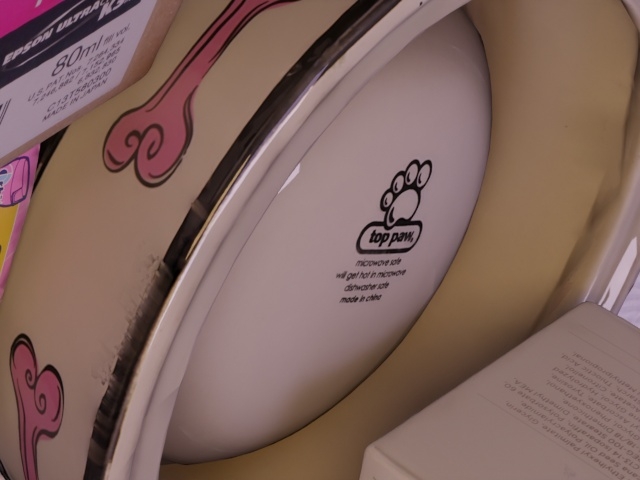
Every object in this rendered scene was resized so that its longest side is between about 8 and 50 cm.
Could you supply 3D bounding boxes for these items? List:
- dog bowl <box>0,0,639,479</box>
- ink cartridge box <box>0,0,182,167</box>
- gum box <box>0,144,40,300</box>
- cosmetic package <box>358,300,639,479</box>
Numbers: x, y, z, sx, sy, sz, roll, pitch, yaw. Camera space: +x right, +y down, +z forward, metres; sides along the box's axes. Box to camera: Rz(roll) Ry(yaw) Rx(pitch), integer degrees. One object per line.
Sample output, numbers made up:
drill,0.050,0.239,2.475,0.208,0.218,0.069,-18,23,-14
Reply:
dog bowl,0.000,0.000,0.872,0.408,0.150,0.408,-36,145,-31
ink cartridge box,-0.123,-0.094,0.571,0.235,0.088,0.193,-39,168,-43
gum box,-0.183,0.025,0.711,0.107,0.062,0.188,-16,132,-49
cosmetic package,0.121,0.154,0.898,0.184,0.151,0.151,-27,139,-42
